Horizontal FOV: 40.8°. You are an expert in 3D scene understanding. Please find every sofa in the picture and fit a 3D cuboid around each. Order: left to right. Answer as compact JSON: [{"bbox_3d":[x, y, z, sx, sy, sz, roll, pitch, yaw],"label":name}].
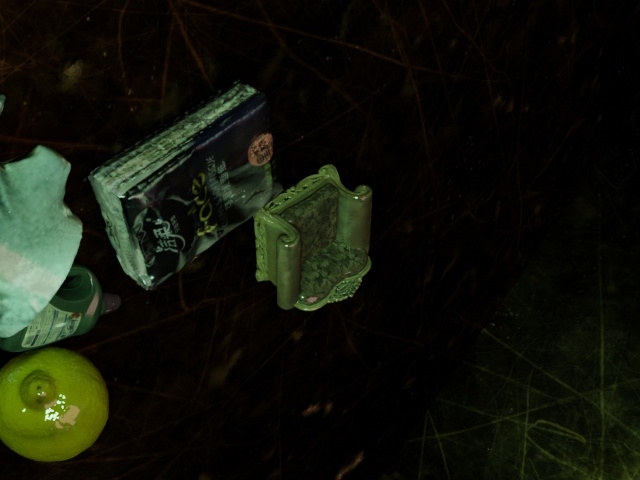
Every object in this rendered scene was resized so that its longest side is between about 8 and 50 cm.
[{"bbox_3d":[0.000,0.000,1.748,0.258,0.182,0.200,-33,141,-33],"label":"sofa"}]

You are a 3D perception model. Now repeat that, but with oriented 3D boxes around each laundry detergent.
[{"bbox_3d":[-0.410,0.098,1.374,0.222,0.078,0.144,-9,121,-50],"label":"laundry detergent"}]

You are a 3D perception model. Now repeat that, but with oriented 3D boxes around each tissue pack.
[{"bbox_3d":[-0.207,-0.088,1.444,0.332,0.123,0.245,-38,141,-27],"label":"tissue pack"}]

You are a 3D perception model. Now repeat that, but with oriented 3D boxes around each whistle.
[{"bbox_3d":[-0.479,0.038,1.121,0.405,0.188,0.168,-33,128,27],"label":"whistle"}]

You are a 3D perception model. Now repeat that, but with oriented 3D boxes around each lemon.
[{"bbox_3d":[-0.435,0.267,1.394,0.184,0.184,0.248,-42,159,-23],"label":"lemon"}]

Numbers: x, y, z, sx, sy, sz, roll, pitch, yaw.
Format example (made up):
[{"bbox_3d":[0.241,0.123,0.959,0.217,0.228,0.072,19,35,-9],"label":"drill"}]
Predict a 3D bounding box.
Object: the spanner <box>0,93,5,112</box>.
[{"bbox_3d":[-0.490,-0.050,1.182,0.093,0.026,0.325,6,112,-53],"label":"spanner"}]
